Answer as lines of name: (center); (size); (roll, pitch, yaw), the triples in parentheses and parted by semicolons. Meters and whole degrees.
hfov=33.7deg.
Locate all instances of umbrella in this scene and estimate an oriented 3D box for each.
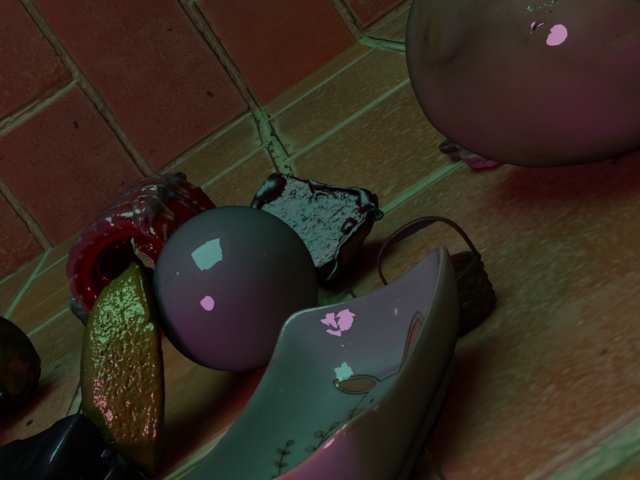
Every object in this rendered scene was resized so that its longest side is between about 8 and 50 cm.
umbrella: (-0.317, 0.094, 1.513); (0.143, 0.067, 0.062); (-7, 59, 50)

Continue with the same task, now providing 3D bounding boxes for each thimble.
thimble: (-0.208, 0.022, 1.289); (0.189, 0.163, 0.125); (-42, 7, 35)

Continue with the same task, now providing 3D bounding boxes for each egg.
egg: (-0.076, 0.042, 0.942); (0.146, 0.146, 0.198); (-35, 1, -2)

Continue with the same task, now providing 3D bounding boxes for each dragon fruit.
dragon fruit: (0.000, 0.000, 1.063); (0.147, 0.096, 0.102); (23, 64, 38)

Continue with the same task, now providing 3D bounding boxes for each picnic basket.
picnic basket: (0.082, 0.023, 0.770); (0.072, 0.083, 0.072); (-33, 14, 9)

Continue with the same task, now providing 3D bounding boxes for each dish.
dish: (0.015, 0.105, 0.664); (0.151, 0.077, 0.212); (-27, 15, 33)

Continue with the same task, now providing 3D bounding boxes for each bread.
bread: (-0.180, 0.113, 0.912); (0.065, 0.188, 0.149); (0, -10, -22)

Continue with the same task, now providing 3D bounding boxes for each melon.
melon: (0.198, -0.172, 0.871); (0.223, 0.223, 0.317); (-39, 13, -19)

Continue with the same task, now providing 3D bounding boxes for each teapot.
teapot: (-0.220, 0.211, 0.838); (0.177, 0.087, 0.096); (-25, 21, 33)

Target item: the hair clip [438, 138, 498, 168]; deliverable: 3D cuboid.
hair clip: (0.186, -0.116, 1.124); (0.123, 0.102, 0.138); (-33, 46, 11)

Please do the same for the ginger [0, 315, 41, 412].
ginger: (-0.541, 0.208, 1.411); (0.418, 0.176, 0.254); (-20, 15, 32)
